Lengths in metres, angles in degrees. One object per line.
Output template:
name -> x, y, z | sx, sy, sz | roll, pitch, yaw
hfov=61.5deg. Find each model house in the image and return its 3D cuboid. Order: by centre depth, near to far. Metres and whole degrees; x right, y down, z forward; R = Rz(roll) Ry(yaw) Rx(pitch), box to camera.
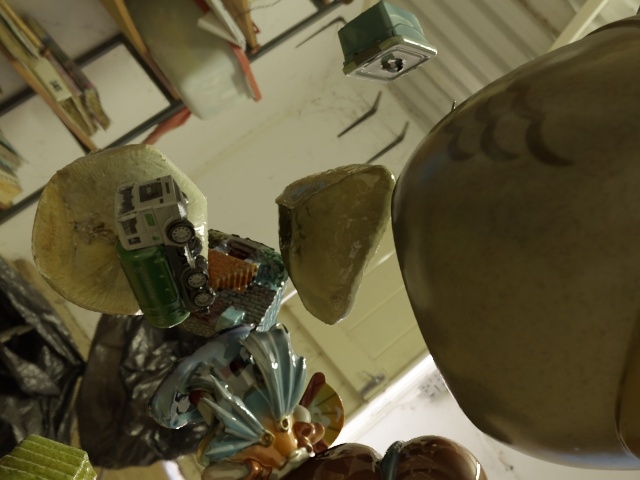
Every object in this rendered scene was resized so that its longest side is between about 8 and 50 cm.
model house -> -0.304, 0.150, 1.514 | 0.360, 0.297, 0.339 | 20, 11, 5

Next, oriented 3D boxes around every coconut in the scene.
coconut -> -0.389, -0.021, 1.078 | 0.346, 0.346, 0.360 | 55, -26, -14

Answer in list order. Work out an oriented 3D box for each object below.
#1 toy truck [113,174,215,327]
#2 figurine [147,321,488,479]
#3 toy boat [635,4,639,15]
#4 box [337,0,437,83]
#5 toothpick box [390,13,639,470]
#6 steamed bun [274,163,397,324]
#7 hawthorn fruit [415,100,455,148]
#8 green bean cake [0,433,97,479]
toy truck -> -0.242, 0.026, 0.827 | 0.101, 0.125, 0.242 | -116, -164, -50
figurine -> -0.018, 0.277, 0.674 | 0.388, 0.277, 0.248 | 43, -44, 25
toy boat -> 0.492, -0.288, 0.738 | 0.110, 0.091, 0.175 | 55, 3, 41
box -> 0.153, -0.448, 1.246 | 0.162, 0.227, 0.130 | -22, -96, 37
toothpick box -> 0.321, -0.001, 0.512 | 0.409, 0.425, 0.409 | 46, 31, -39
steamed bun -> -0.009, -0.020, 0.764 | 0.110, 0.231, 0.212 | 12, 14, -32
hawthorn fruit -> 0.305, -0.122, 1.095 | 0.262, 0.258, 0.258 | 26, -5, -12
green bean cake -> -0.413, 0.410, 0.728 | 0.124, 0.236, 0.233 | 20, -7, -7
